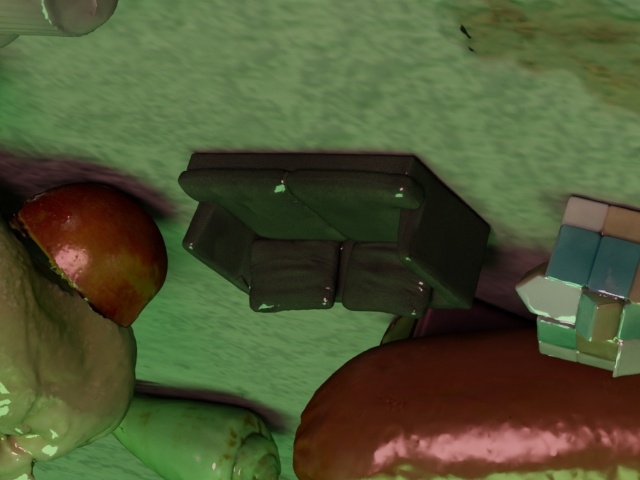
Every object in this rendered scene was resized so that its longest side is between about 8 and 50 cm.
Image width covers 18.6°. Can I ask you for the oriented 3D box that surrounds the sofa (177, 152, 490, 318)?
[{"bbox_3d":[0.000,0.000,0.985,0.147,0.060,0.085,3,155,37],"label":"sofa"}]

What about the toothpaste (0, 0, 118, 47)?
[{"bbox_3d":[-0.195,-0.122,0.845,0.282,0.068,0.099,14,132,40],"label":"toothpaste"}]

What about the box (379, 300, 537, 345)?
[{"bbox_3d":[0.142,0.101,1.120,0.224,0.069,0.120,20,161,-4],"label":"box"}]

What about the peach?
[{"bbox_3d":[-0.124,0.000,1.095,0.098,0.061,0.098,48,-179,-1],"label":"peach"}]

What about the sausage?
[{"bbox_3d":[0.115,0.096,0.990,0.259,0.113,0.113,-4,156,10],"label":"sausage"}]

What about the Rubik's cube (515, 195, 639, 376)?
[{"bbox_3d":[0.138,0.030,0.923,0.075,0.073,0.084,7,155,30],"label":"Rubik's cube"}]

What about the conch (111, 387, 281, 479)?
[{"bbox_3d":[-0.093,0.156,1.487,0.170,0.079,0.106,24,161,34],"label":"conch"}]

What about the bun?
[{"bbox_3d":[-0.215,0.056,1.164,0.229,0.145,0.229,30,168,7],"label":"bun"}]
